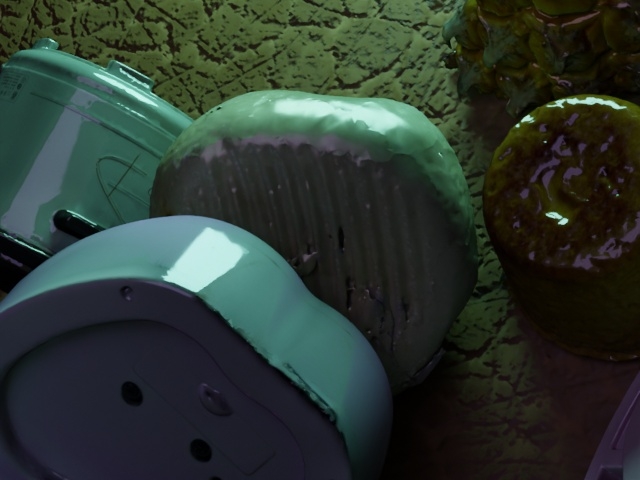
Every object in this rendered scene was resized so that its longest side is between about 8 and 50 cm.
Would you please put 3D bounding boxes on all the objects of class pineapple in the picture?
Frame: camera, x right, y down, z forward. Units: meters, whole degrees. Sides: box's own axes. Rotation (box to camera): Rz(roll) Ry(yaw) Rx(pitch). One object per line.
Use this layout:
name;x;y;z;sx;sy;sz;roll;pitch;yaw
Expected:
pineapple;0.237;-0.205;1.261;0.334;0.158;0.161;-30;61;14

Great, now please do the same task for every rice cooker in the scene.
rice cooker;-0.212;-0.028;1.384;0.227;0.241;0.280;-63;19;-10

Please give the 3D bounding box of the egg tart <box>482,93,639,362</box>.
egg tart;0.209;-0.019;1.216;0.202;0.147;0.203;-10;68;26

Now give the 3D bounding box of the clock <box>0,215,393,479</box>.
clock;-0.117;0.148;1.227;0.338;0.102;0.339;9;119;17

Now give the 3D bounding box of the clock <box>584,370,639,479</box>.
clock;0.289;0.168;1.069;0.290;0.080;0.275;-57;23;2

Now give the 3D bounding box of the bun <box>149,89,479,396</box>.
bun;-0.004;0.004;1.278;0.272;0.168;0.273;2;109;5
